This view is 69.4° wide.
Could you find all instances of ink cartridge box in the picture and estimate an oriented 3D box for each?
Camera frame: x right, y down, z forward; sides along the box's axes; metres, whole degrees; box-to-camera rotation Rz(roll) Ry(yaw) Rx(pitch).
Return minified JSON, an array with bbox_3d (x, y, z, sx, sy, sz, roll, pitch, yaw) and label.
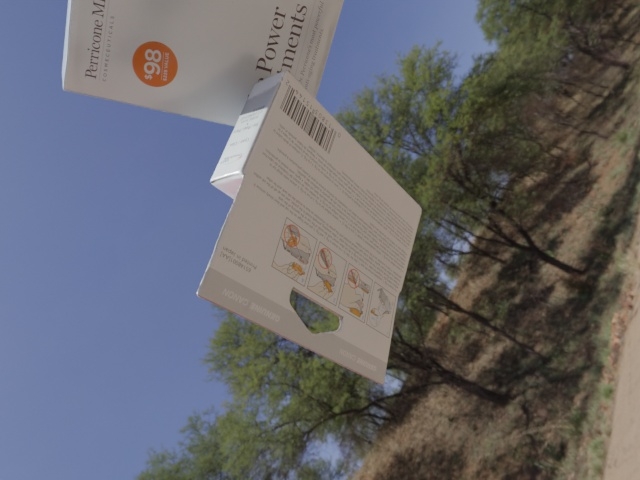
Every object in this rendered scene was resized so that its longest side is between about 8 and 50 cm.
[{"bbox_3d":[0.000,0.000,0.551,0.296,0.066,0.261,36,-118,-38],"label":"ink cartridge box"}]

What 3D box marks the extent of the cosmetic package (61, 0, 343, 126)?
[{"bbox_3d":[-0.104,-0.324,0.501,0.284,0.097,0.378,5,-66,-30],"label":"cosmetic package"}]
